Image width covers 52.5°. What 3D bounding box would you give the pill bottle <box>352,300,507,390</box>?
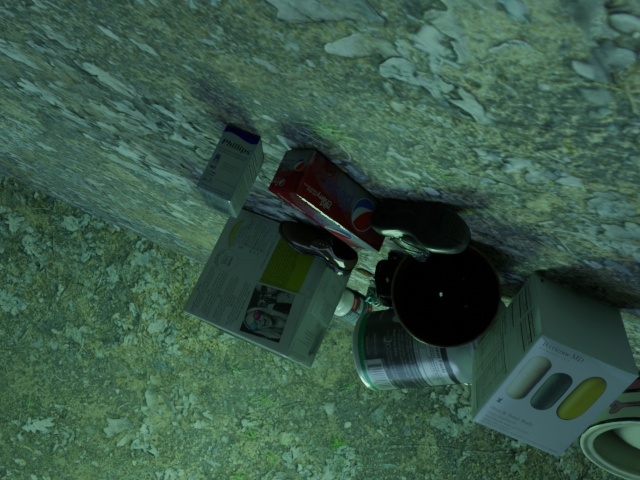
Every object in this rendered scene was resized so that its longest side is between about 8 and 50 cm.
[{"bbox_3d":[0.278,0.255,1.595,0.361,0.204,0.204,-12,151,28],"label":"pill bottle"}]

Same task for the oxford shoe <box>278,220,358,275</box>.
[{"bbox_3d":[0.000,0.000,1.694,0.227,0.083,0.096,26,145,-5],"label":"oxford shoe"}]

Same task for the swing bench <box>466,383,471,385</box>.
[{"bbox_3d":[0.628,0.470,2.298,0.253,0.165,0.255,13,165,38],"label":"swing bench"}]

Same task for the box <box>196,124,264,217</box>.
[{"bbox_3d":[-0.171,-0.131,1.255,0.072,0.137,0.126,24,168,3],"label":"box"}]

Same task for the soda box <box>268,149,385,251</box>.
[{"bbox_3d":[0.027,-0.072,1.249,0.083,0.092,0.263,12,164,47],"label":"soda box"}]

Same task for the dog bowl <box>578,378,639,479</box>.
[{"bbox_3d":[0.922,0.521,1.753,0.408,0.150,0.408,16,145,11],"label":"dog bowl"}]

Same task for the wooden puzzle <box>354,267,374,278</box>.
[{"bbox_3d":[0.137,0.099,1.984,0.083,0.006,0.049,29,167,-25],"label":"wooden puzzle"}]

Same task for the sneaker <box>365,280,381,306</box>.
[{"bbox_3d":[0.199,0.175,2.033,0.065,0.076,0.166,29,167,-27],"label":"sneaker"}]

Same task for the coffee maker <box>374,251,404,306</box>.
[{"bbox_3d":[0.221,0.118,1.646,0.171,0.120,0.178,20,168,12],"label":"coffee maker"}]

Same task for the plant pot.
[{"bbox_3d":[0.278,0.112,1.385,0.215,0.215,0.230,19,-178,18],"label":"plant pot"}]

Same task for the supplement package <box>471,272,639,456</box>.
[{"bbox_3d":[0.452,0.248,1.300,0.199,0.198,0.262,23,125,-2],"label":"supplement package"}]

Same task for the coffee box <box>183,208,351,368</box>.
[{"bbox_3d":[-0.141,0.148,1.919,0.334,0.338,0.337,21,167,15],"label":"coffee box"}]

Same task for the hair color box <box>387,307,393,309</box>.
[{"bbox_3d":[0.344,0.325,2.110,0.339,0.185,0.110,30,-163,-30],"label":"hair color box"}]

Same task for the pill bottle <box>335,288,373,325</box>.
[{"bbox_3d":[0.104,0.244,2.427,0.180,0.108,0.108,32,165,-36],"label":"pill bottle"}]

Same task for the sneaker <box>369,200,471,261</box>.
[{"bbox_3d":[0.208,-0.010,1.208,0.130,0.087,0.227,30,169,-37],"label":"sneaker"}]
